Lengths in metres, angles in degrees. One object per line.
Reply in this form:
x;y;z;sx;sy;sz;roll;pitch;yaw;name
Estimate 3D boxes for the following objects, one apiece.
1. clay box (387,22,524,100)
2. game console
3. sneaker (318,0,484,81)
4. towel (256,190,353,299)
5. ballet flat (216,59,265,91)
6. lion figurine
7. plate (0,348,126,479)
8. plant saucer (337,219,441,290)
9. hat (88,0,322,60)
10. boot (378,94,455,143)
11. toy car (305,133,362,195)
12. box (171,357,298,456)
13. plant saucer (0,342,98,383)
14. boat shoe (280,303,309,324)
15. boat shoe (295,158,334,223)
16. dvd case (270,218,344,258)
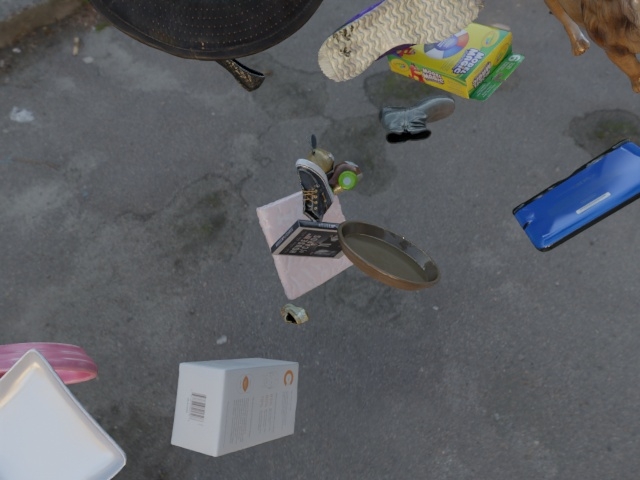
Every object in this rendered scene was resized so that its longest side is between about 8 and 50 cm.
0.246;-0.344;0.887;0.127;0.053;0.222;-47;52;-8;clay box
0.630;-0.076;1.121;0.293;0.173;0.250;-37;27;21;game console
0.138;-0.393;0.850;0.293;0.102;0.146;-14;31;27;sneaker
-0.039;-0.010;1.657;0.317;0.332;0.053;-27;16;-31;towel
-0.185;-0.371;0.960;0.049;0.173;0.057;-39;35;19;ballet flat
0.417;-0.373;0.728;0.240;0.142;0.392;28;23;-32;lion figurine
-0.531;0.387;0.896;0.277;0.045;0.278;-43;85;5;plate
0.163;0.037;1.176;0.278;0.041;0.278;22;23;-10;plant saucer
-0.120;-0.364;0.543;0.331;0.134;0.331;0;99;0;hat
0.303;-0.349;1.432;0.246;0.083;0.161;-12;41;0;boot
0.019;-0.222;1.371;0.149;0.155;0.188;-27;98;15;toy car
-0.229;0.457;1.372;0.168;0.345;0.215;-2;79;31;box
-0.823;0.360;1.384;0.332;0.332;0.084;-4;68;-5;plant saucer
-0.083;0.212;1.358;0.045;0.135;0.050;-32;101;-29;boat shoe
-0.020;-0.115;1.160;0.065;0.183;0.083;12;68;29;boat shoe
0.000;0.000;1.388;0.238;0.179;0.030;4;62;-32;dvd case
